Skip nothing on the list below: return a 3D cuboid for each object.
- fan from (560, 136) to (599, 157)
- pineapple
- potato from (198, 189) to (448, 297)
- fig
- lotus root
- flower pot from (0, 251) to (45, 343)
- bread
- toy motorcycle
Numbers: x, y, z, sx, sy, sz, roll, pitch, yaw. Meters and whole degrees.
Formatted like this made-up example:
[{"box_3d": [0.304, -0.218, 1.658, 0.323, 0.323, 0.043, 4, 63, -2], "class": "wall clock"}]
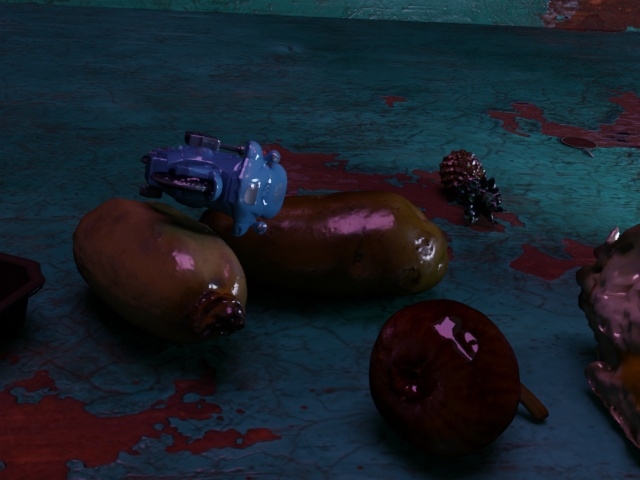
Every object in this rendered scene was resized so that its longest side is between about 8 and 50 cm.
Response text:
[{"box_3d": [0.584, -0.209, 1.996, 0.085, 0.005, 0.133, 3, 25, -6], "class": "fan"}, {"box_3d": [0.266, -0.106, 1.622, 0.083, 0.103, 0.221, -29, 28, 6], "class": "pineapple"}, {"box_3d": [0.000, 0.000, 1.287, 0.368, 0.176, 0.196, 3, 51, 5], "class": "potato"}, {"box_3d": [0.156, 0.150, 1.015, 0.175, 0.175, 0.207, 24, 17, 35], "class": "fig"}, {"box_3d": [-0.197, 0.048, 1.152, 0.169, 0.152, 0.342, 3, 21, -43], "class": "lotus root"}, {"box_3d": [-0.478, 0.076, 1.115, 0.250, 0.084, 0.179, 14, 26, 15], "class": "flower pot"}, {"box_3d": [0.540, 0.105, 1.052, 0.394, 0.250, 0.361, 2, 27, -10], "class": "bread"}, {"box_3d": [-0.145, -0.085, 1.199, 0.182, 0.124, 0.272, 9, 10, -17], "class": "toy motorcycle"}]
